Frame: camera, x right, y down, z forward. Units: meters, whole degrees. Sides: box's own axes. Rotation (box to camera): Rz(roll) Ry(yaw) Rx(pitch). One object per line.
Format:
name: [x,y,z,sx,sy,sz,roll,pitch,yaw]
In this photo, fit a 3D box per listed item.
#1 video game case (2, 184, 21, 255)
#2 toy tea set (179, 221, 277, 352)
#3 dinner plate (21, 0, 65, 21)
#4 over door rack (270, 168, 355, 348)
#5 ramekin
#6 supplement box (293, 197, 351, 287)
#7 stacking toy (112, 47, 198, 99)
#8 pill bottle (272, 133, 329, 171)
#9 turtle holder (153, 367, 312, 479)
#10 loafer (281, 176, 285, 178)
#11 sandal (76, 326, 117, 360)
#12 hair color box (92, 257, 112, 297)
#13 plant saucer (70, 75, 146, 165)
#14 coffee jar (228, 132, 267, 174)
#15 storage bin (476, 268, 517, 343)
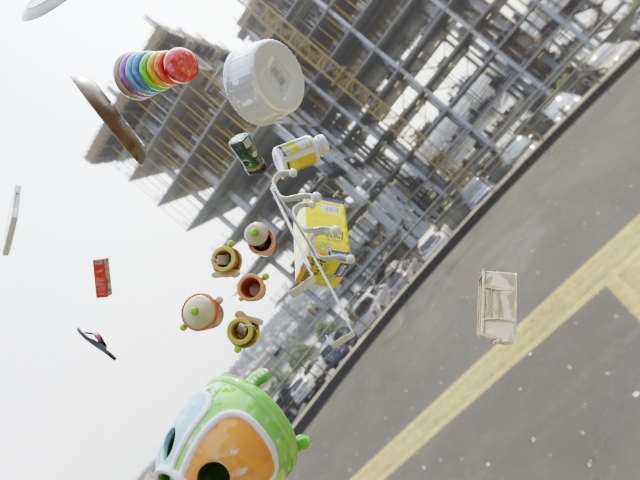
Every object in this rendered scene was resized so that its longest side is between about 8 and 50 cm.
video game case: [-0.898,-0.059,1.342,0.019,0.143,0.157,10,-50,-37]
toy tea set: [-0.228,0.106,1.180,0.124,0.199,0.336,58,-135,-73]
dinner plate: [-0.555,-0.495,0.942,0.141,0.141,0.017,-49,-41,-16]
over door rack: [0.000,0.026,0.967,0.108,0.239,0.324,-22,47,9]
ramekin: [-0.182,-0.547,1.587,0.135,0.277,0.277,-4,32,42]
supplement box: [0.000,0.000,2.016,0.194,0.195,0.357,116,157,-45]
stacking toy: [-0.454,-0.483,1.300,0.330,0.141,0.141,9,47,44]
pill bottle: [-0.066,-0.302,1.598,0.184,0.103,0.103,-25,-11,-18]
turtle holder: [-0.202,0.391,0.880,0.320,0.243,0.227,-1,24,40]
loafer: [-0.142,-0.312,2.024,0.078,0.076,0.223,-12,4,-1]
sandal: [-0.721,0.329,1.503,0.040,0.179,0.067,-54,-20,-25]
hair color box: [-0.806,0.136,1.706,0.043,0.141,0.072,-5,4,-12]
plant saucer: [-0.620,-0.364,1.384,0.050,0.311,0.310,-37,-4,-8]
coffee jar: [-0.311,-0.369,2.000,0.096,0.184,0.079,0,45,35]
storage bin: [0.673,0.262,1.774,0.262,0.123,0.261,42,-127,-70]
